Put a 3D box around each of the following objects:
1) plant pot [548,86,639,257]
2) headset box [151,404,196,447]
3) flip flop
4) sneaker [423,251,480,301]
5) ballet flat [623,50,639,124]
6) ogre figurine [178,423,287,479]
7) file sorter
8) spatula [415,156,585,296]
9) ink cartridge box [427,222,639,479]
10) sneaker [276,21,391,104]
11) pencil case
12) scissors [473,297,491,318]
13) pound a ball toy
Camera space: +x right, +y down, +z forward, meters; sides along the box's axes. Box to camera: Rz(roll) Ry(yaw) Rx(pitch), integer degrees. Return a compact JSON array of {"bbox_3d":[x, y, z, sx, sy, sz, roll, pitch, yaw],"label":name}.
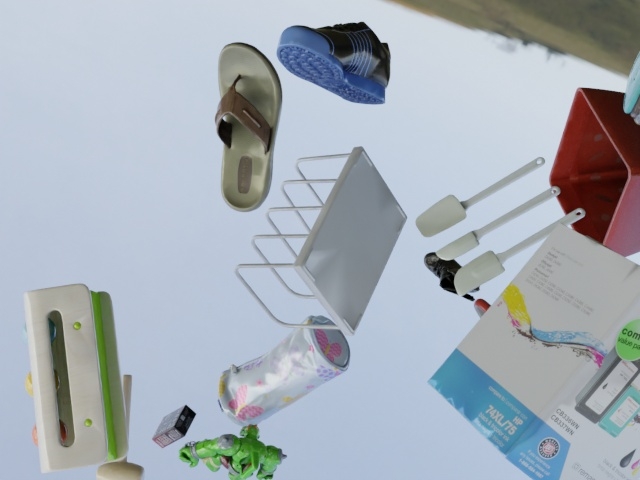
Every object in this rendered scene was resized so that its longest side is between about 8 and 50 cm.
[{"bbox_3d":[0.647,-0.138,2.072,0.235,0.267,0.267,-5,-133,-11],"label":"plant pot"},{"bbox_3d":[-0.288,0.365,1.988,0.032,0.083,0.062,44,-143,-15],"label":"headset box"},{"bbox_3d":[-0.129,-0.182,1.656,0.112,0.277,0.080,8,-169,20],"label":"flip flop"},{"bbox_3d":[0.271,0.073,2.132,0.170,0.051,0.089,34,-161,30],"label":"sneaker"},{"bbox_3d":[0.581,-0.331,1.542,0.181,0.483,0.164,9,-116,13],"label":"ballet flat"},{"bbox_3d":[-0.147,0.398,1.873,0.197,0.118,0.097,38,-135,-18],"label":"ogre figurine"},{"bbox_3d":[0.000,0.000,1.833,0.173,0.193,0.278,0,-131,38],"label":"file sorter"},{"bbox_3d":[0.292,-0.035,1.666,0.168,0.242,0.019,61,-175,33],"label":"spatula"},{"bbox_3d":[0.317,0.159,1.251,0.198,0.270,0.197,39,-179,-29],"label":"ink cartridge box"},{"bbox_3d":[0.021,-0.247,1.310,0.081,0.091,0.232,4,173,29],"label":"sneaker"},{"bbox_3d":[-0.071,0.249,1.933,0.113,0.273,0.124,9,-127,-55],"label":"pencil case"},{"bbox_3d":[0.312,0.159,1.521,0.021,0.109,0.297,-33,-160,-10],"label":"scissors"},{"bbox_3d":[-0.380,0.242,1.599,0.135,0.319,0.208,-9,171,4],"label":"pound a ball toy"}]
